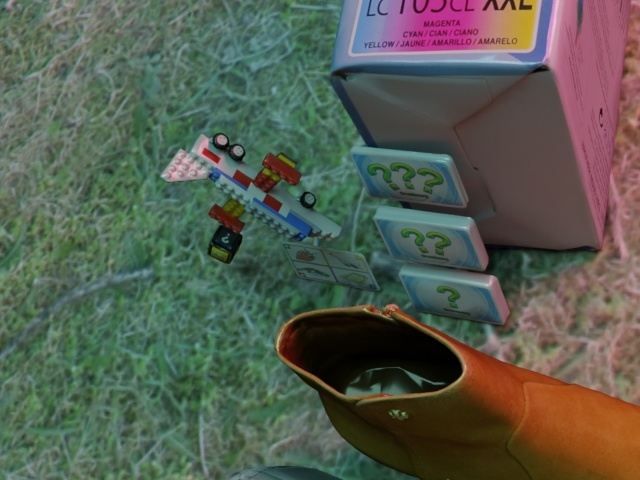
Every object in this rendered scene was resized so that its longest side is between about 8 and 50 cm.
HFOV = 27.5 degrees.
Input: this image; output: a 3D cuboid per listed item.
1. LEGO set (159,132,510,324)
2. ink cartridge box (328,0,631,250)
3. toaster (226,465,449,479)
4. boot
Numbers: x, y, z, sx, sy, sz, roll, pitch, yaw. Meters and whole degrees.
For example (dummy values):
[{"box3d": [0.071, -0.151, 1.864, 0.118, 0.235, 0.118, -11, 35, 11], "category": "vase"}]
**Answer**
[{"box3d": [0.000, 0.000, 0.955, 0.244, 0.182, 0.060, 9, 56, 29], "category": "LEGO set"}, {"box3d": [0.142, -0.223, 0.953, 0.151, 0.270, 0.395, 5, 67, 21], "category": "ink cartridge box"}, {"box3d": [-0.003, 0.241, 0.848, 0.146, 0.129, 0.226, 19, 95, 34], "category": "toaster"}, {"box3d": [0.127, 0.121, 0.819, 0.295, 0.211, 0.104, 8, 69, 27], "category": "boot"}]
